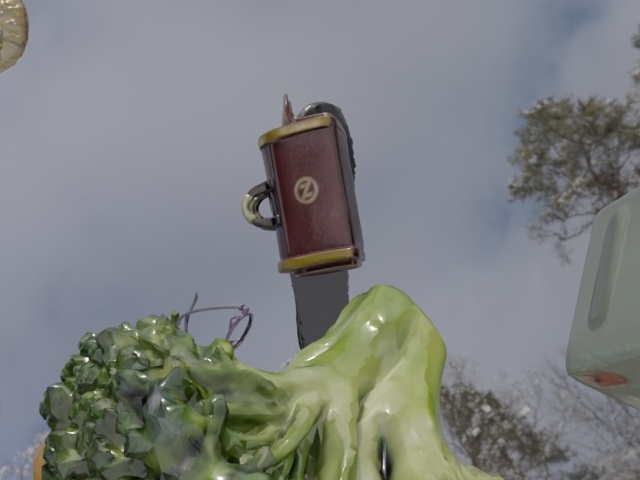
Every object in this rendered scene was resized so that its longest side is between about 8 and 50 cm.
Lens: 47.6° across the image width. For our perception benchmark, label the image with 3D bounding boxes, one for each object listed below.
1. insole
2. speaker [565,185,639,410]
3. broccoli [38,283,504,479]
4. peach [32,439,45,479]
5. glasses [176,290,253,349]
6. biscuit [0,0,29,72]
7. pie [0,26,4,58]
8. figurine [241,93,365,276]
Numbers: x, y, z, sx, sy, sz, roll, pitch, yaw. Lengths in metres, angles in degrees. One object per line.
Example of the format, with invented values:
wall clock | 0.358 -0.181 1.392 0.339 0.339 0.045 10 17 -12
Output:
insole | 0.000 0.000 0.813 0.110 0.012 0.310 -24 -59 -33
speaker | 0.366 0.035 0.591 0.183 0.406 0.184 24 -108 -3
broccoli | -0.009 0.176 0.456 0.272 0.324 0.334 -26 -26 -17
peach | -0.341 0.325 1.032 0.138 0.138 0.138 -14 -54 -20
glasses | -0.154 0.118 0.918 0.140 0.103 0.062 -63 -18 17
biscuit | -0.582 -0.352 1.169 0.219 0.033 0.220 2 -102 -12
pie | -0.420 -0.111 0.582 0.339 0.339 0.083 -26 -51 -10
figurine | -0.020 -0.045 0.613 0.098 0.154 0.082 -12 -5 11
